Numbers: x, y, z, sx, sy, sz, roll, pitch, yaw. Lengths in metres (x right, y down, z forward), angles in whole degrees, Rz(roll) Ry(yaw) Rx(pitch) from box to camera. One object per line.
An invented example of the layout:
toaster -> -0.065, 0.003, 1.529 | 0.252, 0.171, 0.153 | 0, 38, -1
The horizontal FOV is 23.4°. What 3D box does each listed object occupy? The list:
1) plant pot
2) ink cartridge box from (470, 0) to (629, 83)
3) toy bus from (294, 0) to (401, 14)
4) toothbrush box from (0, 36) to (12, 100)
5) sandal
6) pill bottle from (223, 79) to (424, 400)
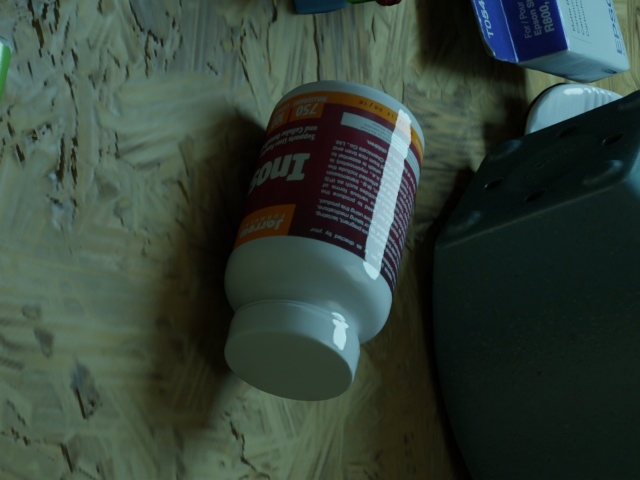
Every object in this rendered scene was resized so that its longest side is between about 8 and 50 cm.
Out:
plant pot -> 0.211, 0.048, 1.040 | 0.252, 0.248, 0.247 | 57, 35, -17
ink cartridge box -> 0.151, -0.231, 1.125 | 0.224, 0.045, 0.223 | -4, 78, -63
toy bus -> 0.092, -0.196, 0.884 | 0.191, 0.202, 0.104 | -22, 104, -68
toothbrush box -> -0.194, 0.065, 0.290 | 0.206, 0.122, 0.283 | 21, 82, -61
sandal -> 0.217, -0.071, 1.235 | 0.265, 0.076, 0.102 | 3, 102, -51
pill bottle -> 0.000, 0.000, 0.783 | 0.086, 0.086, 0.152 | 55, 38, -44
